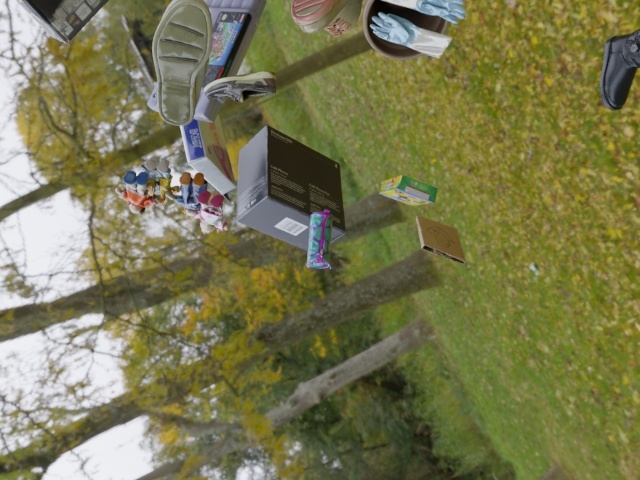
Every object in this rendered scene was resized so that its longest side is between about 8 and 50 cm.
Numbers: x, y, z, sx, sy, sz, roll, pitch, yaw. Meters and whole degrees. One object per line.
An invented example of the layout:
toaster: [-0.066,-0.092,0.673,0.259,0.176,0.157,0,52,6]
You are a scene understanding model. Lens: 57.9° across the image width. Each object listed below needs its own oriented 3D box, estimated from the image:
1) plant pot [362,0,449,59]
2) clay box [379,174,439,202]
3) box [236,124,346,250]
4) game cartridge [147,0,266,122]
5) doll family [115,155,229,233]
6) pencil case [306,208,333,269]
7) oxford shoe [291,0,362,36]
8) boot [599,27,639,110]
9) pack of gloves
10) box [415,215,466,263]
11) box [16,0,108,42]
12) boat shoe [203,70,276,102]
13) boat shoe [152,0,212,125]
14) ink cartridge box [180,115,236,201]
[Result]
plant pot: [0.254,-0.733,1.787,0.263,0.263,0.229,65,-162,-45]
clay box: [0.273,-0.155,1.847,0.127,0.053,0.222,19,176,-10]
box: [-0.100,-0.171,2.009,0.343,0.179,0.313,24,-131,-34]
game cartridge: [-0.295,-0.486,1.498,0.230,0.355,0.068,16,171,37]
doll family: [-0.321,-0.106,1.317,0.163,0.263,0.118,118,167,-59]
pencil case: [0.000,0.000,1.511,0.070,0.064,0.152,128,149,-61]
oxford shoe: [0.041,-0.564,1.401,0.146,0.140,0.397,67,-150,-31]
boot: [0.985,-0.545,1.805,0.207,0.094,0.247,-171,82,-73]
pack of gloves: [0.262,-0.608,1.557,0.195,0.232,0.046,124,157,-56]
box: [0.422,-0.006,2.044,0.201,0.164,0.021,-86,19,-56]
box: [-0.520,-0.667,1.190,0.097,0.395,0.318,31,166,31]
boat shoe: [-0.162,-0.305,1.170,0.056,0.152,0.049,13,-113,-76]
boat shoe: [-0.285,-0.382,1.192,0.302,0.113,0.103,120,156,-49]
ink cartridge box: [-0.342,-0.321,1.778,0.330,0.071,0.324,49,-157,-70]
